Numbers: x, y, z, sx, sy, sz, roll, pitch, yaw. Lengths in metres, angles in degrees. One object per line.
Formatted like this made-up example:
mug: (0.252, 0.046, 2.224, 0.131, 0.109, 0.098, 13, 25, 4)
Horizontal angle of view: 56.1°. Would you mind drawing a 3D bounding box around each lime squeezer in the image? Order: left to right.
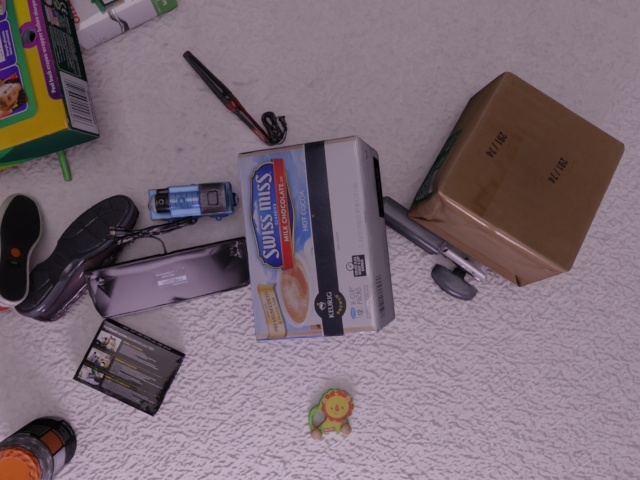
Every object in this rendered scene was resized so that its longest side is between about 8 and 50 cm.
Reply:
lime squeezer: (-0.596, -0.262, 1.214, 0.310, 0.059, 0.110, 42, 85, -3)

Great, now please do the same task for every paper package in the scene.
paper package: (0.389, -0.121, 1.205, 0.310, 0.168, 0.324, 32, 73, -2)

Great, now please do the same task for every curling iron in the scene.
curling iron: (-0.178, -0.299, 1.261, 0.274, 0.035, 0.068, 39, 81, -3)

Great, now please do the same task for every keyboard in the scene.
keyboard: (-0.302, 0.040, 1.187, 0.318, 0.033, 0.201, -13, 122, -13)

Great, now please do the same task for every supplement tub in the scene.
supplement tub: (-0.542, 0.408, 1.125, 0.117, 0.190, 0.116, 0, 88, -4)

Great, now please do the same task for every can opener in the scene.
can opener: (0.222, 0.022, 1.262, 0.284, 0.076, 0.095, 34, 85, -2)

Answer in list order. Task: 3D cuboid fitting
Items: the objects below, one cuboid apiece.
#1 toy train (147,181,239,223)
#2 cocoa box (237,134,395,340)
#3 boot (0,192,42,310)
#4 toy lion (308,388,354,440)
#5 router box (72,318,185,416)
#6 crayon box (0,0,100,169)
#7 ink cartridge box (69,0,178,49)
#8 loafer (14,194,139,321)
toy train: (-0.258, -0.079, 1.210, 0.184, 0.105, 0.080, -4, 88, -5)
cocoa box: (0.000, 0.000, 1.143, 0.228, 0.231, 0.346, -6, 88, 14)
boot: (-0.643, 0.034, 1.188, 0.176, 0.088, 0.244, -22, 57, 31)
toy lion: (0.022, 0.361, 1.257, 0.100, 0.034, 0.096, -9, 82, -5)
router box: (-0.384, 0.255, 1.217, 0.179, 0.046, 0.133, 27, 86, -3)
crayon box: (-0.614, -0.329, 1.132, 0.313, 0.106, 0.362, -14, 86, 14)
ink cartridge box: (-0.429, -0.514, 1.218, 0.220, 0.092, 0.160, -29, 90, -6)
loafer: (-0.475, 0.038, 1.209, 0.109, 0.095, 0.302, 37, 80, 28)
